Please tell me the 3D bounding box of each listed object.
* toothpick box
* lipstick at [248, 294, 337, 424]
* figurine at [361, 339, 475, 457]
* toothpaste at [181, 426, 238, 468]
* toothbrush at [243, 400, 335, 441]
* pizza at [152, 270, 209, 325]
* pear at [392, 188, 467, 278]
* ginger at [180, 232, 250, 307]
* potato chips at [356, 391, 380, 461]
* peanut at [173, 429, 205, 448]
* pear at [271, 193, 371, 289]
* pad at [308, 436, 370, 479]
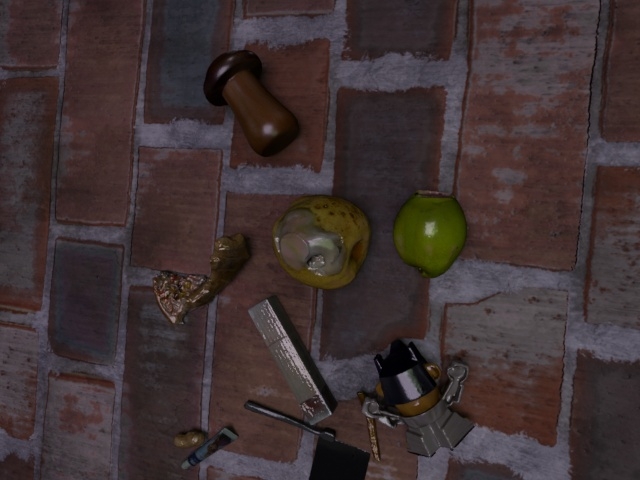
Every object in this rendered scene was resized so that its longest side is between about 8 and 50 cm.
[{"bbox_3d":[-0.200,-0.393,1.215,0.192,0.192,0.294,-37,88,12],"label":"toothpick box"},{"bbox_3d":[-0.082,0.341,1.237,0.080,0.076,0.371,-32,82,15],"label":"lipstick"},{"bbox_3d":[0.255,0.407,1.115,0.308,0.143,0.308,0,89,-4],"label":"figurine"},{"bbox_3d":[-0.354,0.654,1.330,0.216,0.037,0.062,-37,117,12],"label":"toothpaste"},{"bbox_3d":[-0.094,0.534,1.267,0.297,0.030,0.030,13,103,16],"label":"toothbrush"},{"bbox_3d":[-0.440,0.163,1.347,0.195,0.052,0.185,-28,86,13],"label":"pizza"},{"bbox_3d":[0.278,-0.013,1.093,0.187,0.187,0.220,11,107,15],"label":"pear"},{"bbox_3d":[-0.317,0.100,1.277,0.294,0.131,0.086,-50,60,12],"label":"ginger"},{"bbox_3d":[0.140,0.521,1.202,0.026,0.037,0.204,-12,92,25],"label":"potato chips"},{"bbox_3d":[-0.416,0.629,1.343,0.113,0.054,0.054,-16,86,16],"label":"peanut"},{"bbox_3d":[0.000,0.000,1.143,0.271,0.271,0.271,0,90,15],"label":"pear"},{"bbox_3d":[0.041,0.717,1.242,0.159,0.009,0.265,14,92,15],"label":"pad"}]
